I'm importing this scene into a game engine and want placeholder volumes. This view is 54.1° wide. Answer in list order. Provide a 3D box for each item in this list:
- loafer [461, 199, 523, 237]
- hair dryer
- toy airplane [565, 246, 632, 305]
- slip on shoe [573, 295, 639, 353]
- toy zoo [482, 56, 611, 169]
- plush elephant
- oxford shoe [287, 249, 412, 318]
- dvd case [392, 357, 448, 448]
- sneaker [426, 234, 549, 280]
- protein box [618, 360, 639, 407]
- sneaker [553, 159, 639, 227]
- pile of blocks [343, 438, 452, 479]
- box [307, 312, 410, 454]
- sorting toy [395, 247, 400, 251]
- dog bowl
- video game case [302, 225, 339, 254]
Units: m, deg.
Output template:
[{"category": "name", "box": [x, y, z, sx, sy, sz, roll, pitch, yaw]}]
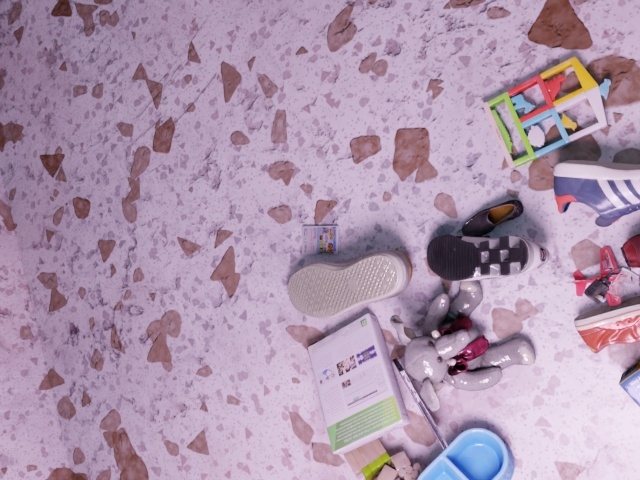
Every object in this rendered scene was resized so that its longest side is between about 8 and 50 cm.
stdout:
[{"category": "loafer", "box": [0.437, -0.058, 1.622, 0.170, 0.061, 0.062, -32, 75, 25]}, {"category": "hair dryer", "box": [0.752, 0.072, 1.367, 0.294, 0.080, 0.223, -52, 45, 0]}, {"category": "toy airplane", "box": [0.669, 0.094, 1.500, 0.151, 0.028, 0.151, -15, 60, 27]}, {"category": "slip on shoe", "box": [0.752, 0.179, 1.417, 0.331, 0.123, 0.102, -23, 87, 31]}, {"category": "toy zoo", "box": [0.579, -0.326, 1.571, 0.293, 0.030, 0.193, -26, 76, 25]}, {"category": "plush elephant", "box": [0.314, 0.272, 1.568, 0.330, 0.255, 0.272, -37, 72, 22]}, {"category": "oxford shoe", "box": [0.082, 0.123, 1.782, 0.449, 0.130, 0.169, -18, 86, 42]}, {"category": "dvd case", "box": [0.255, 0.417, 1.624, 0.018, 0.164, 0.221, -29, 90, 0]}, {"category": "sneaker", "box": [0.423, 0.047, 1.598, 0.330, 0.146, 0.123, 3, 90, 50]}, {"category": "protein box", "box": [0.806, 0.325, 1.366, 0.200, 0.136, 0.201, -46, 69, 20]}, {"category": "sneaker", "box": [0.712, -0.099, 1.439, 0.349, 0.131, 0.148, 11, 107, 40]}, {"category": "pile of blocks", "box": [0.221, 0.654, 1.679, 0.362, 0.113, 0.149, 23, 60, 32]}, {"category": "box", "box": [0.098, 0.395, 1.735, 0.232, 0.058, 0.322, -33, 52, 24]}, {"category": "sorting toy", "box": [0.212, 0.064, 1.768, 0.062, 0.012, 0.083, 34, 108, 30]}, {"category": "dog bowl", "box": [0.351, 0.589, 1.559, 0.297, 0.074, 0.166, -40, 55, -13]}, {"category": "video game case", "box": [0.000, 0.000, 1.887, 0.121, 0.011, 0.087, 0, 88, 29]}]
